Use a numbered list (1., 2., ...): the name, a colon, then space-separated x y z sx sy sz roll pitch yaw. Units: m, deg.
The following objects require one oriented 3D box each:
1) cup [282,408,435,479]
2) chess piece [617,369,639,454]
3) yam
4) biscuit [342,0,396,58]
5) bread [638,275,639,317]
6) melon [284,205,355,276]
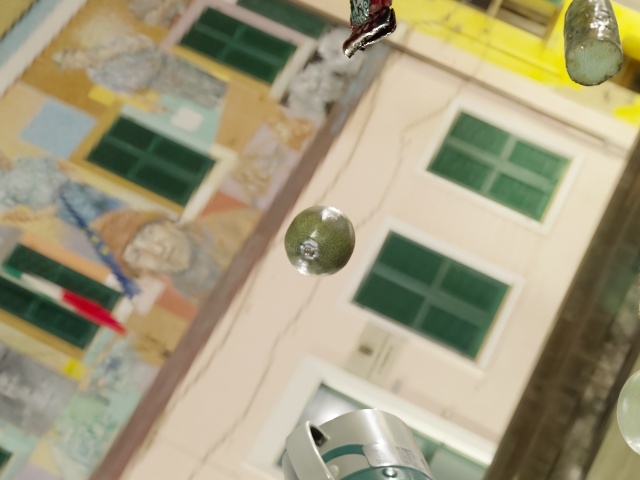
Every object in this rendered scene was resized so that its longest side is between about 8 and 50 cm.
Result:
1. cup: 0.056 0.386 1.895 0.219 0.290 0.257 -39 33 7
2. chess piece: 0.381 0.171 1.190 0.243 0.133 0.133 3 63 61
3. yam: 0.510 -0.383 2.397 0.194 0.107 0.107 -80 7 -50
4. biscuit: 0.060 -0.378 1.781 0.151 0.063 0.235 132 133 -74
5. bread: 0.624 0.026 1.803 0.207 0.279 0.279 -2 -68 -34
6. melon: 0.000 0.000 1.754 0.131 0.098 0.098 -57 -10 -71
